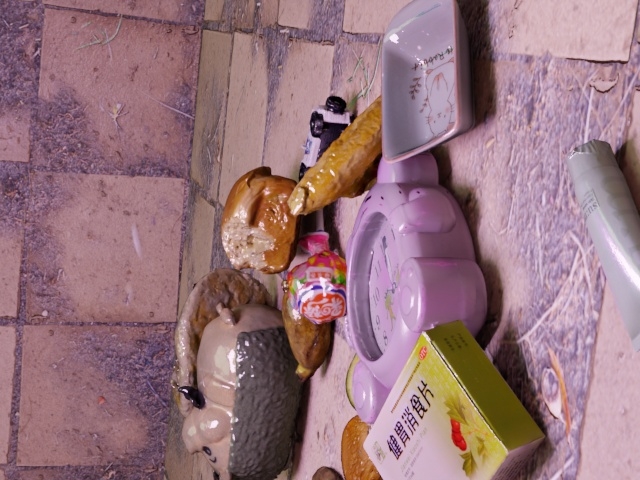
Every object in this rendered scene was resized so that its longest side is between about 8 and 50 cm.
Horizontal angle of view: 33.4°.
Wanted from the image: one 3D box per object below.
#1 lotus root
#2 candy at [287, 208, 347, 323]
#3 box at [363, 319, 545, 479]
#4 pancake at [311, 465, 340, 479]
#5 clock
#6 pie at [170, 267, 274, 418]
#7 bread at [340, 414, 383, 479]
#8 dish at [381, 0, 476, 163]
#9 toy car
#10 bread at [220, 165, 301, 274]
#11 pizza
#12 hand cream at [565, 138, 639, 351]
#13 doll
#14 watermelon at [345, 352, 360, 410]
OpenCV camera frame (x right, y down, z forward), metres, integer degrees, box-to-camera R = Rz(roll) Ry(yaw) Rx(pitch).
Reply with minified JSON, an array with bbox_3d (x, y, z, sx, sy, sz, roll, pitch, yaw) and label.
[{"bbox_3d":[-0.020,0.161,1.928,0.108,0.094,0.191,-7,-91,-68],"label":"lotus root"},{"bbox_3d":[0.000,0.000,1.901,0.365,0.124,0.124,-93,16,-48],"label":"candy"},{"bbox_3d":[0.152,0.243,1.287,0.175,0.062,0.260,56,146,30],"label":"box"},{"bbox_3d":[0.008,0.542,1.853,0.286,0.033,0.288,-119,36,-59],"label":"pancake"},{"bbox_3d":[0.114,0.057,1.452,0.295,0.113,0.322,110,157,-45],"label":"clock"},{"bbox_3d":[-0.205,0.223,2.224,0.077,0.339,0.339,9,97,31],"label":"pie"},{"bbox_3d":[0.064,0.344,1.687,0.129,0.044,0.126,-100,23,-47],"label":"bread"},{"bbox_3d":[0.151,-0.222,1.416,0.154,0.064,0.234,-22,63,52],"label":"dish"},{"bbox_3d":[0.011,-0.174,1.884,0.070,0.080,0.171,-111,29,-54],"label":"toy car"},{"bbox_3d":[-0.111,-0.042,2.018,0.344,0.148,0.195,-100,19,-88],"label":"bread"},{"bbox_3d":[0.081,-0.128,1.591,0.280,0.075,0.287,-47,-9,4],"label":"pizza"},{"bbox_3d":[0.284,-0.001,1.012,0.078,0.050,0.205,117,147,-53],"label":"hand cream"},{"bbox_3d":[-0.151,0.297,2.062,0.247,0.247,0.349,-170,80,-73],"label":"doll"},{"bbox_3d":[0.095,0.229,1.621,0.092,0.075,0.181,-35,37,10],"label":"watermelon"}]
